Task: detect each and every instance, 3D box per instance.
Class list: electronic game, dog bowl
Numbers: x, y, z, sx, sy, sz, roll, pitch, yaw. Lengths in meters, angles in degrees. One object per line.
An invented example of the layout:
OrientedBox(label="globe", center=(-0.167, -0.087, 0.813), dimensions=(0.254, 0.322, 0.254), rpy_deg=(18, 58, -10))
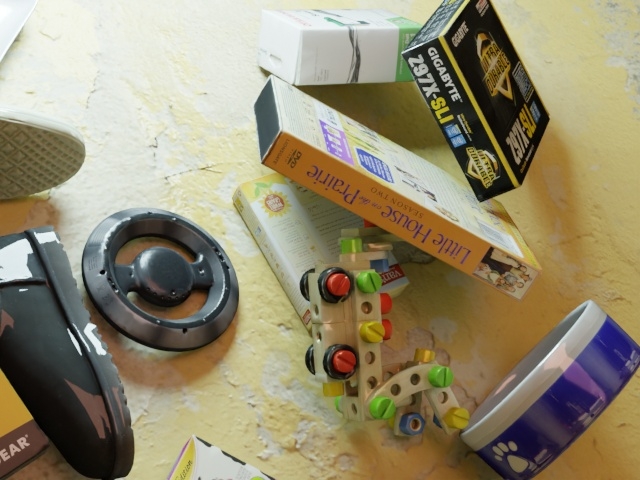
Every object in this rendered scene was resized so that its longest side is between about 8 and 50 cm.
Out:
OrientedBox(label="electronic game", center=(-0.219, 0.051, 1.942), dimensions=(0.229, 0.048, 0.229), rpy_deg=(17, 50, -21))
OrientedBox(label="dog bowl", center=(0.317, 0.210, 1.934), dimensions=(0.104, 0.265, 0.265), rpy_deg=(44, 54, 4))

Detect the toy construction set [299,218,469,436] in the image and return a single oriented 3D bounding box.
OrientedBox(label="toy construction set", center=(0.080, 0.114, 1.924), dimensions=(0.215, 0.151, 0.327), rpy_deg=(-4, 75, -27))

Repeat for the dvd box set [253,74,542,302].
OrientedBox(label="dvd box set", center=(0.101, -0.081, 2.020), dimensions=(0.420, 0.062, 0.307), rpy_deg=(28, 16, -15))

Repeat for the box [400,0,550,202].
OrientedBox(label="box", center=(0.246, -0.234, 2.163), dimensions=(0.257, 0.079, 0.322), rpy_deg=(62, 25, -14))

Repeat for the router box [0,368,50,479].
OrientedBox(label="router box", center=(-0.497, 0.218, 1.566), dimensions=(0.309, 0.081, 0.243), rpy_deg=(-34, 86, -21))

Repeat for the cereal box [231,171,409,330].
OrientedBox(label="cereal box", center=(0.000, 0.000, 2.067), dimensions=(0.173, 0.047, 0.240), rpy_deg=(-19, 70, -31))

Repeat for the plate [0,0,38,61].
OrientedBox(label="plate", center=(-0.584, -0.308, 2.015), dimensions=(0.277, 0.045, 0.278), rpy_deg=(25, 54, -6))

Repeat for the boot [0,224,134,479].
OrientedBox(label="boot", center=(-0.488, 0.178, 1.688), dimensions=(0.445, 0.146, 0.367), rpy_deg=(-12, 59, -31))

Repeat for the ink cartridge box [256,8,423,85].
OrientedBox(label="ink cartridge box", center=(0.030, -0.304, 2.196), dimensions=(0.220, 0.092, 0.160), rpy_deg=(-5, 21, -26))

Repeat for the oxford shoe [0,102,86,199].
OrientedBox(label="oxford shoe", center=(-0.537, -0.146, 1.872), dimensions=(0.450, 0.169, 0.130), rpy_deg=(1, 43, -21))

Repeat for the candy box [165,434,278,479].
OrientedBox(label="candy box", center=(-0.100, 0.373, 1.778), dimensions=(0.233, 0.071, 0.159), rpy_deg=(28, 54, -4))
